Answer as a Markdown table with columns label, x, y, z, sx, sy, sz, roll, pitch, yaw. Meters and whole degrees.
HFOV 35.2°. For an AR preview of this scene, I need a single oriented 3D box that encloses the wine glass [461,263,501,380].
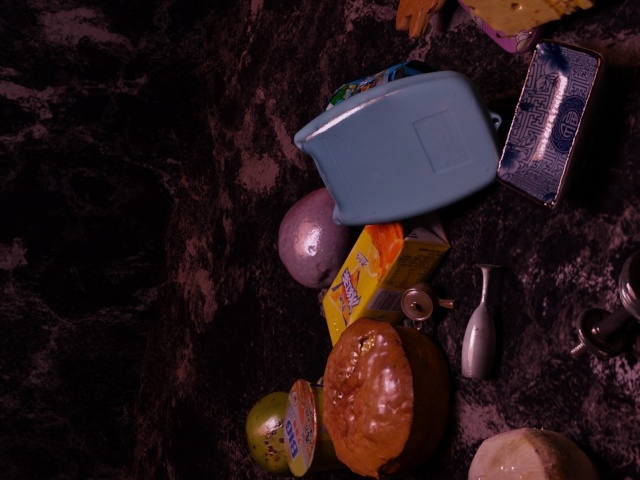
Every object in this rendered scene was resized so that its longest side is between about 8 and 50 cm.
| label | x | y | z | sx | sy | sz | roll | pitch | yaw |
| --- | --- | --- | --- | --- | --- | --- | --- | --- | --- |
| wine glass | 0.278 | 0.139 | 1.739 | 0.066 | 0.066 | 0.198 | -174 | 90 | -66 |

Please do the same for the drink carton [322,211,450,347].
| label | x | y | z | sx | sy | sz | roll | pitch | yaw |
| --- | --- | --- | --- | --- | --- | --- | --- | --- | --- |
| drink carton | 0.125 | 0.071 | 2.048 | 0.154 | 0.111 | 0.351 | -104 | 30 | -41 |

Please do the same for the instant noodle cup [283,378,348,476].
| label | x | y | z | sx | sy | sz | roll | pitch | yaw |
| --- | --- | --- | --- | --- | --- | --- | --- | --- | --- |
| instant noodle cup | 0.024 | 0.394 | 2.109 | 0.205 | 0.153 | 0.205 | -175 | 90 | -72 |

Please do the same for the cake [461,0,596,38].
| label | x | y | z | sx | sy | sz | roll | pitch | yaw |
| --- | --- | --- | --- | --- | --- | --- | --- | --- | --- |
| cake | 0.298 | -0.468 | 1.579 | 0.286 | 0.227 | 0.222 | -14 | 58 | 40 |

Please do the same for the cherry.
| label | x | y | z | sx | sy | sz | roll | pitch | yaw |
| --- | --- | --- | --- | --- | --- | --- | --- | --- | --- |
| cherry | 0.000 | 0.000 | 2.255 | 0.213 | 0.183 | 0.266 | 57 | 138 | 45 |

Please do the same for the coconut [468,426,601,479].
| label | x | y | z | sx | sy | sz | roll | pitch | yaw |
| --- | --- | --- | --- | --- | --- | --- | --- | --- | --- |
| coconut | 0.301 | 0.360 | 1.455 | 0.194 | 0.194 | 0.194 | -172 | 90 | -66 |

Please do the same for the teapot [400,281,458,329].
| label | x | y | z | sx | sy | sz | roll | pitch | yaw |
| --- | --- | --- | --- | --- | --- | --- | --- | --- | --- |
| teapot | 0.211 | 0.123 | 1.903 | 0.110 | 0.080 | 0.085 | 1 | 109 | 29 |

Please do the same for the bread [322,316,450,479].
| label | x | y | z | sx | sy | sz | roll | pitch | yaw |
| --- | --- | --- | --- | --- | --- | --- | --- | --- | --- |
| bread | 0.121 | 0.293 | 1.921 | 0.312 | 0.172 | 0.312 | -16 | 71 | 61 |

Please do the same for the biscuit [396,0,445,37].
| label | x | y | z | sx | sy | sz | roll | pitch | yaw |
| --- | --- | --- | --- | --- | --- | --- | --- | --- | --- |
| biscuit | 0.218 | -0.510 | 2.020 | 0.339 | 0.047 | 0.216 | -139 | 58 | -78 |

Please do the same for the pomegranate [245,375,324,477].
| label | x | y | z | sx | sy | sz | roll | pitch | yaw |
| --- | --- | --- | --- | --- | --- | --- | --- | --- | --- |
| pomegranate | -0.065 | 0.413 | 2.286 | 0.198 | 0.198 | 0.246 | 4 | 72 | 66 |

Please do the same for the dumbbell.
| label | x | y | z | sx | sy | sz | roll | pitch | yaw |
| --- | --- | --- | --- | --- | --- | --- | --- | --- | --- |
| dumbbell | 0.419 | 0.104 | 1.391 | 0.254 | 0.110 | 0.110 | 121 | 148 | -54 |

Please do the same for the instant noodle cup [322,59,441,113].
| label | x | y | z | sx | sy | sz | roll | pitch | yaw |
| --- | --- | --- | --- | --- | --- | --- | --- | --- | --- |
| instant noodle cup | 0.152 | -0.235 | 1.956 | 0.178 | 0.240 | 0.240 | -23 | 62 | 55 |

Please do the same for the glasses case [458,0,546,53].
| label | x | y | z | sx | sy | sz | roll | pitch | yaw |
| --- | --- | --- | --- | --- | --- | --- | --- | --- | --- |
| glasses case | 0.318 | -0.440 | 1.802 | 0.316 | 0.075 | 0.123 | -115 | 39 | -51 |

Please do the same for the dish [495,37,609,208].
| label | x | y | z | sx | sy | sz | roll | pitch | yaw |
| --- | --- | --- | --- | --- | --- | --- | --- | --- | --- |
| dish | 0.380 | -0.181 | 1.577 | 0.182 | 0.080 | 0.243 | 43 | 120 | 61 |

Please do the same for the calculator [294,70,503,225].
| label | x | y | z | sx | sy | sz | roll | pitch | yaw |
| --- | --- | --- | --- | --- | --- | --- | --- | --- | --- |
| calculator | 0.148 | -0.159 | 1.821 | 0.386 | 0.256 | 0.054 | -18 | 19 | 26 |
